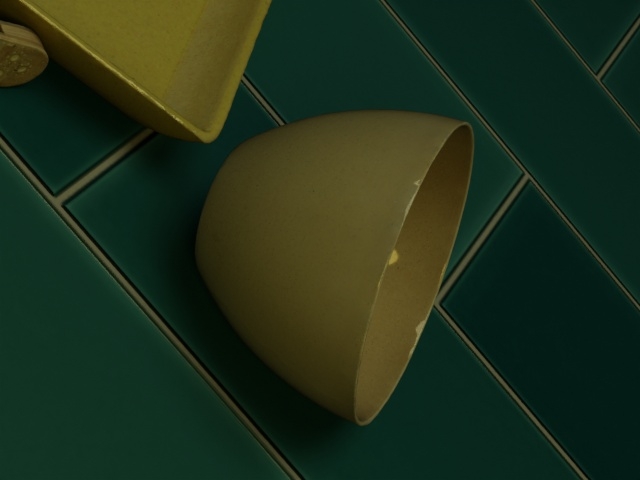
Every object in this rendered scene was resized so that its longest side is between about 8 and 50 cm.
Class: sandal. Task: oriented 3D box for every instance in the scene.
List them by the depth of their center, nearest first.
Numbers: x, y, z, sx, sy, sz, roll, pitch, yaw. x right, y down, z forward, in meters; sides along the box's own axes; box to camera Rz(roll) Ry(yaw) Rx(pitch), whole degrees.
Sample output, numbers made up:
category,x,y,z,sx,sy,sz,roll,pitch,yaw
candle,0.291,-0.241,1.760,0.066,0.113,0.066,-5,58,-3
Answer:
category,x,y,z,sx,sy,sz,roll,pitch,yaw
sandal,-0.311,-0.138,1.151,0.240,0.088,0.079,-2,58,-52

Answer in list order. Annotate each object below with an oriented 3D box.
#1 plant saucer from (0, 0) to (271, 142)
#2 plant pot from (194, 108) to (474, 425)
category,x,y,z,sx,sy,sz,roll,pitch,yaw
plant saucer,-0.213,-0.271,1.362,0.333,0.081,0.332,37,40,-20
plant pot,0.000,0.000,1.259,0.191,0.284,0.284,20,37,14
